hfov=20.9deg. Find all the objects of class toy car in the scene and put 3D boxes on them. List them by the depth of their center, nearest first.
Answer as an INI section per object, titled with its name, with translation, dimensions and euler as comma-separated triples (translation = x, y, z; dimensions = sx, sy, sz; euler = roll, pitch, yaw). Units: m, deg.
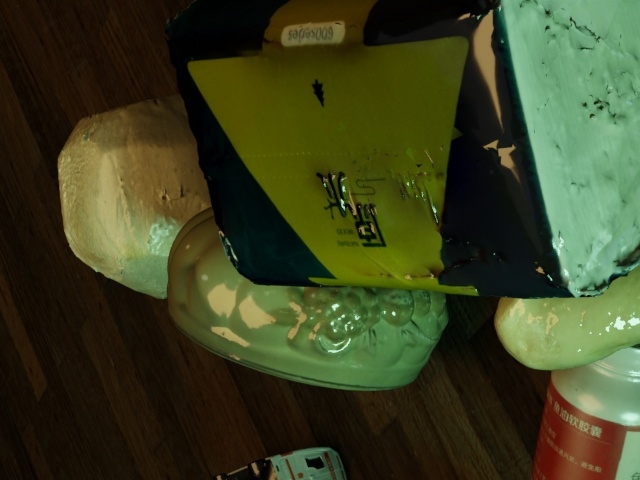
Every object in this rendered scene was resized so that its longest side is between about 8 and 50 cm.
[toy car]
translation = -0.054, 0.313, 2.176
dimensions = 0.209, 0.108, 0.089
euler = -34, 74, 60

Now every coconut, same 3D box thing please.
[coconut]
translation = -0.200, -0.051, 2.162
dimensions = 0.245, 0.245, 0.247
euler = -6, 96, 58

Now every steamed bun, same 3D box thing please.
[steamed bun]
translation = 0.246, 0.020, 1.497
dimensions = 0.231, 0.212, 0.110
euler = 20, 138, 51

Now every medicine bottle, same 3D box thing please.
[medicine bottle]
translation = 0.268, 0.180, 1.600
dimensions = 0.131, 0.131, 0.250
euler = 39, 131, 45

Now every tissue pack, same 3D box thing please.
[tissue pack]
translation = 0.100, -0.111, 1.438
dimensions = 0.416, 0.253, 0.264
euler = 2, 116, 48

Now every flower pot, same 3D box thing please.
[flower pot]
translation = 0.000, 0.000, 1.828
dimensions = 0.307, 0.307, 0.244
euler = 30, 111, 50
